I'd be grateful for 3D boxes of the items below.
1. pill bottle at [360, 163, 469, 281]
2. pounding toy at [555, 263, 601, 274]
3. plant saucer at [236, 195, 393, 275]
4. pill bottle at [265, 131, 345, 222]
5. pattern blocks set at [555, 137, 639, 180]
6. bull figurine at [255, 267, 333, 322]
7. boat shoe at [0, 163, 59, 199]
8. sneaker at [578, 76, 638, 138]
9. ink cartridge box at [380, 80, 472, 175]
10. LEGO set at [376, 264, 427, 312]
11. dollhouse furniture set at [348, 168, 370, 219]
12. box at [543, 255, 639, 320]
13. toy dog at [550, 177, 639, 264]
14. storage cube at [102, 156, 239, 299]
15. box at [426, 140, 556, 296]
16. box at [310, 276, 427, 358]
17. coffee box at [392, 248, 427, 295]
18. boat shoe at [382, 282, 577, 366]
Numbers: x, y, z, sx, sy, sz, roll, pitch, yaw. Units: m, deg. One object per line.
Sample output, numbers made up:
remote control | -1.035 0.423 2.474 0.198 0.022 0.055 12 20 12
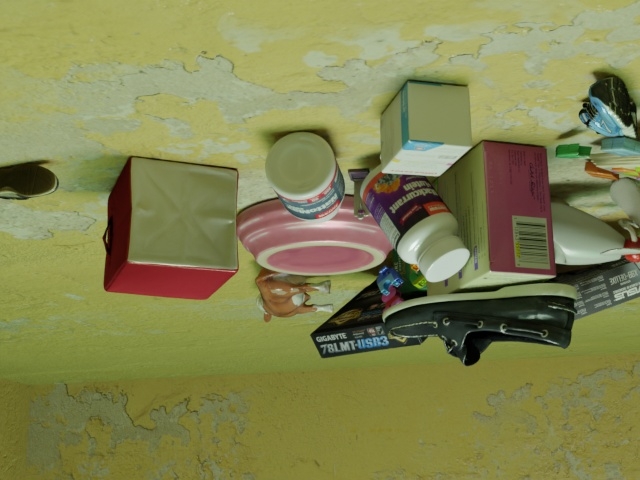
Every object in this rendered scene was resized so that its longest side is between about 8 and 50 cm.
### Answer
pill bottle | 0.153 -0.031 1.564 0.108 0.193 0.108 -23 149 -15
pounding toy | 0.472 -0.004 1.887 0.206 0.094 0.181 -16 160 42
plant saucer | 0.000 0.000 1.903 0.332 0.084 0.332 0 165 0
pill bottle | -0.017 -0.091 1.543 0.108 0.108 0.180 -4 164 9
pattern blocks set | 0.527 -0.107 1.520 0.324 0.026 0.285 11 176 -18
bull figurine | -0.068 0.123 2.300 0.188 0.101 0.310 -5 166 1
boat shoe | -0.488 -0.094 1.610 0.152 0.056 0.049 3 171 22
sneaker | 0.392 -0.174 1.359 0.073 0.063 0.162 -5 163 26
ink cartridge box | 0.141 -0.150 1.373 0.092 0.090 0.143 4 164 -14
LEGO set | 0.181 0.039 1.977 0.227 0.093 0.087 -41 133 18
dollhouse furniture set | 0.032 -0.066 1.674 0.114 0.081 0.091 -3 164 7
box | 0.525 0.095 1.998 0.307 0.076 0.242 -19 -177 -5
toy dog | 0.479 -0.031 1.699 0.333 0.220 0.161 -13 130 14
storage cube | -0.250 -0.016 1.654 0.215 0.184 0.193 6 161 -20
box | 0.272 -0.018 1.618 0.117 0.214 0.243 5 163 -17
box | 0.171 0.146 2.167 0.295 0.073 0.293 -15 -163 43
coffee box | 0.233 0.047 2.030 0.184 0.113 0.040 -16 162 38
boat shoe | 0.252 0.147 1.595 0.340 0.113 0.127 -9 162 28
